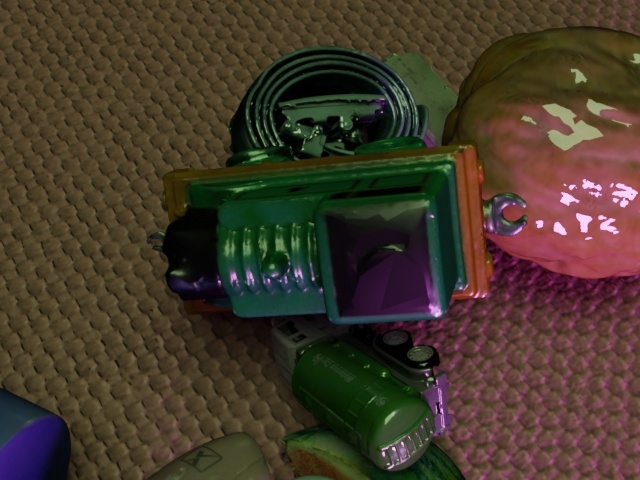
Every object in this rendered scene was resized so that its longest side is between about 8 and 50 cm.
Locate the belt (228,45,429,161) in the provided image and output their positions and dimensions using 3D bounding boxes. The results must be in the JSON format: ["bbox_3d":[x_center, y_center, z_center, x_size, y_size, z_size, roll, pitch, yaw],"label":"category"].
[{"bbox_3d":[0.019,-0.146,1.139,0.267,0.116,0.206,-19,80,-24],"label":"belt"}]

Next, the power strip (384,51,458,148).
[{"bbox_3d":[0.162,-0.178,1.235,0.080,0.029,0.227,-29,66,-18],"label":"power strip"}]

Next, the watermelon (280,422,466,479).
[{"bbox_3d":[0.081,0.250,0.972,0.146,0.128,0.231,-30,64,-36],"label":"watermelon"}]

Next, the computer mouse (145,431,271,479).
[{"bbox_3d":[-0.172,0.357,0.844,0.115,0.199,0.389,35,73,-31],"label":"computer mouse"}]

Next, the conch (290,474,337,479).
[{"bbox_3d":[0.022,0.334,0.877,0.221,0.185,0.121,12,38,41],"label":"conch"}]

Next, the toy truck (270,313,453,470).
[{"bbox_3d":[0.040,0.152,0.952,0.125,0.101,0.242,-24,30,-25],"label":"toy truck"}]

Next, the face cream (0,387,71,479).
[{"bbox_3d":[-0.407,0.243,0.865,0.225,0.249,0.249,23,63,11],"label":"face cream"}]

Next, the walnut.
[{"bbox_3d":[0.321,-0.101,1.058,0.344,0.306,0.306,12,62,1],"label":"walnut"}]

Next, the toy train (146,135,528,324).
[{"bbox_3d":[0.000,0.000,0.929,0.429,0.249,0.178,-5,104,13],"label":"toy train"}]
